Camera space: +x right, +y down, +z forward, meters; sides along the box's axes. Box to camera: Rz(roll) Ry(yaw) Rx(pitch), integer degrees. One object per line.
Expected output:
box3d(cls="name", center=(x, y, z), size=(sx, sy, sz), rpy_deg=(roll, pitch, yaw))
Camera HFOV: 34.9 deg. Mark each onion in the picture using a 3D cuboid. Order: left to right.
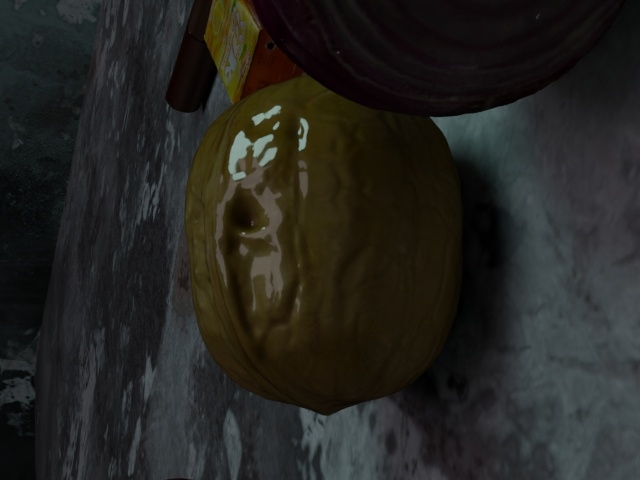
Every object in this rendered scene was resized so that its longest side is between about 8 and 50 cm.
box3d(cls="onion", center=(0.059, -0.196, 0.522), size=(0.256, 0.272, 0.230), rpy_deg=(-51, -11, -42))

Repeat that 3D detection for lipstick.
box3d(cls="lipstick", center=(-0.140, -0.318, 1.353), size=(0.057, 0.057, 0.357), rpy_deg=(-101, 27, -42))

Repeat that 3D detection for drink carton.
box3d(cls="drink carton", center=(-0.068, -0.215, 1.098), size=(0.223, 0.071, 0.096), rpy_deg=(-117, 40, -56))

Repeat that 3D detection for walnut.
box3d(cls="walnut", center=(0.000, 0.000, 0.670), size=(0.193, 0.193, 0.226), rpy_deg=(169, 108, -69))

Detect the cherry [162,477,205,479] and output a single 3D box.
box3d(cls="cherry", center=(-0.111, 0.335, 0.692), size=(0.326, 0.291, 0.335), rpy_deg=(-18, 79, 49))
